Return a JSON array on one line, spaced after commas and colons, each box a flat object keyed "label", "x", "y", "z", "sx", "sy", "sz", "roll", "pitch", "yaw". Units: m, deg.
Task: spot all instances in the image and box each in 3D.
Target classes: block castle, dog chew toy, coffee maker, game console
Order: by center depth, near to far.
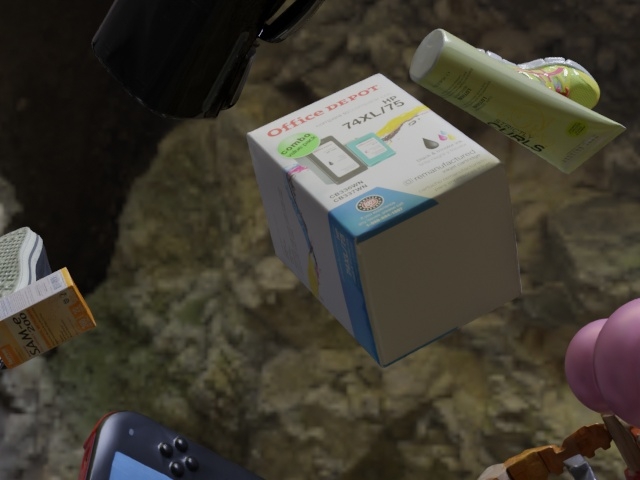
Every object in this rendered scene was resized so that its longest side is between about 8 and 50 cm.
[{"label": "coffee maker", "x": -0.096, "y": -0.191, "z": 0.939, "sx": 0.178, "sy": 0.171, "sz": 0.120, "roll": -56, "pitch": -139, "yaw": 26}, {"label": "game console", "x": -0.164, "y": 0.417, "z": 1.560, "sx": 0.060, "sy": 0.342, "sz": 0.386, "roll": -46, "pitch": -154, "yaw": 35}, {"label": "dog chew toy", "x": 0.448, "y": 0.157, "z": 1.613, "sx": 0.332, "sy": 0.207, "sz": 0.206, "roll": -12, "pitch": -106, "yaw": 55}, {"label": "block castle", "x": 0.400, "y": 0.411, "z": 1.690, "sx": 0.212, "sy": 0.303, "sz": 0.453, "roll": 60, "pitch": 4, "yaw": -8}]

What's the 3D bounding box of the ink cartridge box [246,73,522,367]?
[{"label": "ink cartridge box", "x": 0.071, "y": -0.031, "z": 1.479, "sx": 0.270, "sy": 0.198, "sz": 0.197, "roll": 44, "pitch": -25, "yaw": 48}]

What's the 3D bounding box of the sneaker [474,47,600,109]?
[{"label": "sneaker", "x": 0.261, "y": -0.178, "z": 1.569, "sx": 0.094, "sy": 0.209, "sz": 0.081, "roll": -111, "pitch": -150, "yaw": -49}]

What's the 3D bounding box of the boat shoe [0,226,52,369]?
[{"label": "boat shoe", "x": -0.511, "y": 0.132, "z": 2.012, "sx": 0.500, "sy": 0.187, "sz": 0.156, "roll": -100, "pitch": 166, "yaw": -70}]

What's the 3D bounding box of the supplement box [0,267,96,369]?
[{"label": "supplement box", "x": -0.284, "y": 0.079, "z": 1.258, "sx": 0.036, "sy": 0.098, "sz": 0.062, "roll": 54, "pitch": -11, "yaw": 50}]

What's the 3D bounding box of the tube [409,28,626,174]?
[{"label": "tube", "x": 0.207, "y": -0.144, "z": 1.337, "sx": 0.062, "sy": 0.240, "sz": 0.070, "roll": -65, "pitch": -156, "yaw": -2}]
